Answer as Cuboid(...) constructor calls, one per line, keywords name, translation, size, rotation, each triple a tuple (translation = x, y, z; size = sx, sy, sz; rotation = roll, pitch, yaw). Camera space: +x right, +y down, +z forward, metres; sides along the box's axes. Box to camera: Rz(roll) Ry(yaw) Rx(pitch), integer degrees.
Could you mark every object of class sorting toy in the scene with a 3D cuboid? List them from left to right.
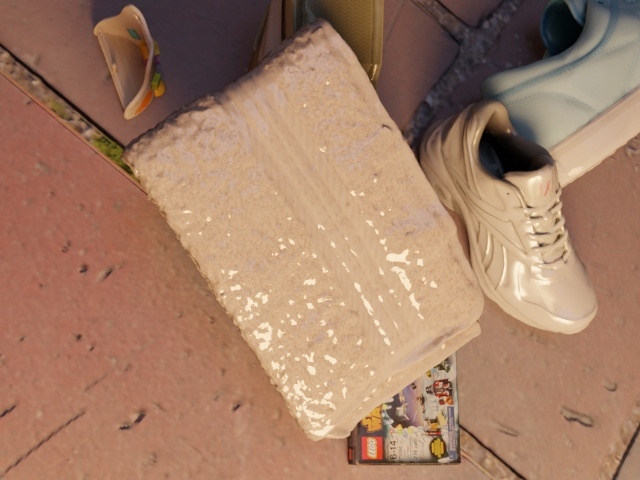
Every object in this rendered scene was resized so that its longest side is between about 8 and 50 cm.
Cuboid(name="sorting toy", translation=(-0.151, -0.156, 0.698), size=(0.044, 0.075, 0.083), rotation=(-18, 82, -22))

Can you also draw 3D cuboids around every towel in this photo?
Cuboid(name="towel", translation=(0.000, 0.000, 0.643), size=(0.187, 0.049, 0.282), rotation=(-35, 105, -11))

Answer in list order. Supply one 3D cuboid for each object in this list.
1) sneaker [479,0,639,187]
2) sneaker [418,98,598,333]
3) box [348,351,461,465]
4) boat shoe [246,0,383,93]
Cuboid(name="sneaker", translation=(0.305, -0.202, 0.831), size=(0.366, 0.135, 0.150), rotation=(-38, 92, -24))
Cuboid(name="sneaker", translation=(0.177, -0.021, 0.746), size=(0.090, 0.115, 0.232), rotation=(-33, 87, -22))
Cuboid(name="box", translation=(0.070, 0.121, 0.719), size=(0.093, 0.027, 0.137), rotation=(4, 74, -16))
Cuboid(name="boat shoe", translation=(-0.011, -0.086, 0.710), size=(0.113, 0.103, 0.302), rotation=(9, 93, -21))
